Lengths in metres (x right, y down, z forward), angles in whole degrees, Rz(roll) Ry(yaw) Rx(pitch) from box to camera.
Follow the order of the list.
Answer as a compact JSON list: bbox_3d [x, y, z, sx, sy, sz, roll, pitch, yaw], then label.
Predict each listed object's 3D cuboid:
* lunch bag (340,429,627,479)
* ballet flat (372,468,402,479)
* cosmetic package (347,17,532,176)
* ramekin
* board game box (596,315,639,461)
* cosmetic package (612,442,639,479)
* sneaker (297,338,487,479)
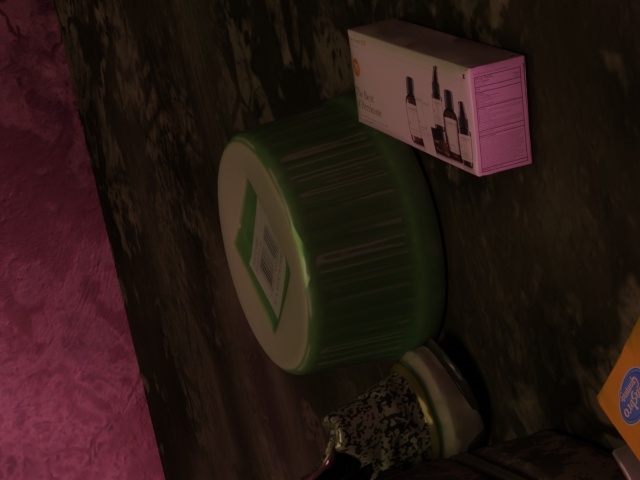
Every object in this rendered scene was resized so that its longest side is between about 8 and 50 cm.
[{"bbox_3d":[0.145,0.332,1.152,0.212,0.256,0.305,-164,62,-67],"label":"lunch bag"},{"bbox_3d":[0.139,0.279,1.327,0.074,0.203,0.074,21,-90,-84],"label":"ballet flat"},{"bbox_3d":[0.103,-0.136,1.226,0.239,0.060,0.099,-147,47,-61],"label":"cosmetic package"},{"bbox_3d":[0.000,0.000,1.461,0.303,0.148,0.303,165,90,-70],"label":"ramekin"},{"bbox_3d":[0.276,-0.029,0.582,0.316,0.242,0.064,100,148,-49],"label":"board game box"},{"bbox_3d":[0.295,0.211,0.828,0.107,0.127,0.238,49,-165,-58],"label":"cosmetic package"},{"bbox_3d":[0.043,0.266,1.481,0.410,0.182,0.158,100,149,-48],"label":"sneaker"}]
